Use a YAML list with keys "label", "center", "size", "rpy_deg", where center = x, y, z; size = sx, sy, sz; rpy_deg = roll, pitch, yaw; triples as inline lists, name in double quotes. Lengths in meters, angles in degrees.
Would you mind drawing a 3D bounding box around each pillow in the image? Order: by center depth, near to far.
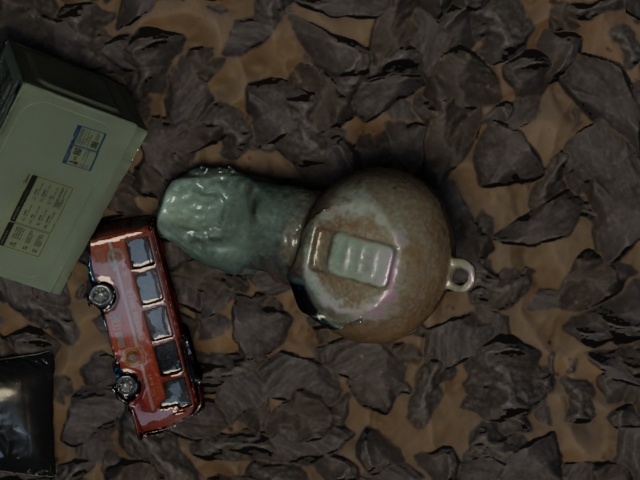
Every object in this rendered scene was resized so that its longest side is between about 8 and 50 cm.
- label: "pillow"
  center: [-0.393, 0.194, 1.998]
  size: [0.208, 0.055, 0.141]
  rpy_deg: [-2, 99, -8]

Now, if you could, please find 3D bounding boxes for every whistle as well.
- label: "whistle"
  center: [0.000, 0.000, 1.883]
  size: [0.348, 0.189, 0.189]
  rpy_deg: [14, 110, 20]

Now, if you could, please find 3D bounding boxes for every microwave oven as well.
- label: "microwave oven"
  center: [-0.294, -0.075, 1.859]
  size: [0.162, 0.122, 0.208]
  rpy_deg: [21, 110, -27]

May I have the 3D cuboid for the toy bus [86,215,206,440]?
- label: "toy bus"
  center: [-0.190, 0.093, 1.955]
  size: [0.096, 0.073, 0.234]
  rpy_deg: [-15, 106, 1]
